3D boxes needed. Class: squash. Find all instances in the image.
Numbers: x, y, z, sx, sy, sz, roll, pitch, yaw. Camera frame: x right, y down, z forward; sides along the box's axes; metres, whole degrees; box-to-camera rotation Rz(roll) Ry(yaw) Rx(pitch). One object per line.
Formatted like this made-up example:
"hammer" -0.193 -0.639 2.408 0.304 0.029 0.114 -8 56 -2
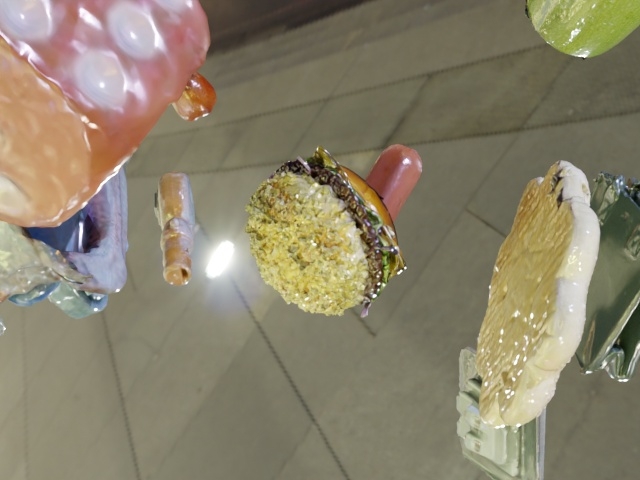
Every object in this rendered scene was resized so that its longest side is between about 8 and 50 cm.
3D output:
"squash" 0.457 -0.421 1.607 0.260 0.189 0.189 122 168 -62

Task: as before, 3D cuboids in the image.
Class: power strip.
"power strip" 0.253 0.280 1.548 0.213 0.064 0.198 26 124 60

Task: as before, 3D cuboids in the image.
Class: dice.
"dice" -0.194 -0.129 0.726 0.179 0.174 0.175 -27 28 40

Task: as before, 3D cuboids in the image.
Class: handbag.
"handbag" 0.441 0.049 1.539 0.247 0.079 0.260 -102 28 -62

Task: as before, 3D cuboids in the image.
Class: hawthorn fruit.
"hawthorn fruit" -0.231 -0.260 1.794 0.081 0.093 0.081 -22 37 18

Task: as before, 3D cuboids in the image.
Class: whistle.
"whistle" -0.205 -0.018 1.437 0.220 0.057 0.107 -102 8 -50

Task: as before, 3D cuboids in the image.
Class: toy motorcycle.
"toy motorcycle" -0.258 -0.087 0.912 0.241 0.182 0.319 123 130 -66

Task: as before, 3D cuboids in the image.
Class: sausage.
"sausage" 0.093 -0.065 1.572 0.194 0.077 0.077 -60 23 -15

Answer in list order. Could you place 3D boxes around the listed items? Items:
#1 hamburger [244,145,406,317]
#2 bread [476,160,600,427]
"hamburger" 0.000 0.000 1.417 0.138 0.243 0.262 -34 -7 -35
"bread" 0.242 0.065 1.152 0.316 0.054 0.316 -166 90 -85
